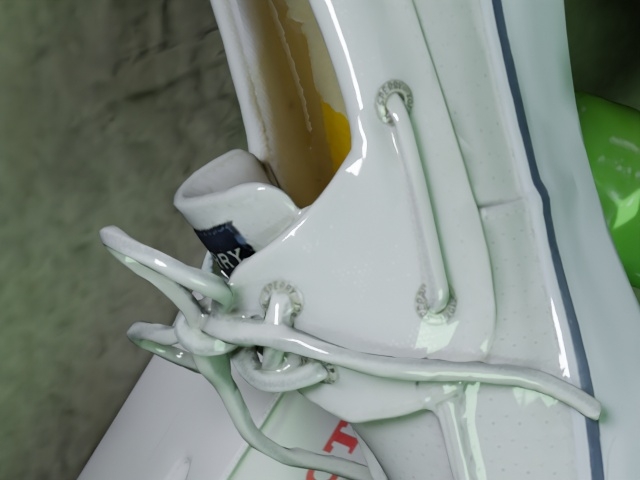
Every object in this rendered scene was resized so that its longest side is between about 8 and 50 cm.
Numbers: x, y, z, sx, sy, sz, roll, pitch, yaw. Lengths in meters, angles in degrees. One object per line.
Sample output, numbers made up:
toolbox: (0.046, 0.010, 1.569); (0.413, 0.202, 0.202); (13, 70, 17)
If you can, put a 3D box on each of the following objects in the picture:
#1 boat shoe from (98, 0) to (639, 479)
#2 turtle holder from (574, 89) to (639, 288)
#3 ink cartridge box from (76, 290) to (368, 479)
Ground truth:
boat shoe: (0.004, -0.002, 0.578); (0.156, 0.136, 0.367); (-12, 97, -26)
turtle holder: (0.226, -0.117, 0.761); (0.320, 0.243, 0.227); (-21, 139, 31)
ink cartridge box: (0.040, 0.146, 0.785); (0.283, 0.117, 0.207); (26, 104, -28)
